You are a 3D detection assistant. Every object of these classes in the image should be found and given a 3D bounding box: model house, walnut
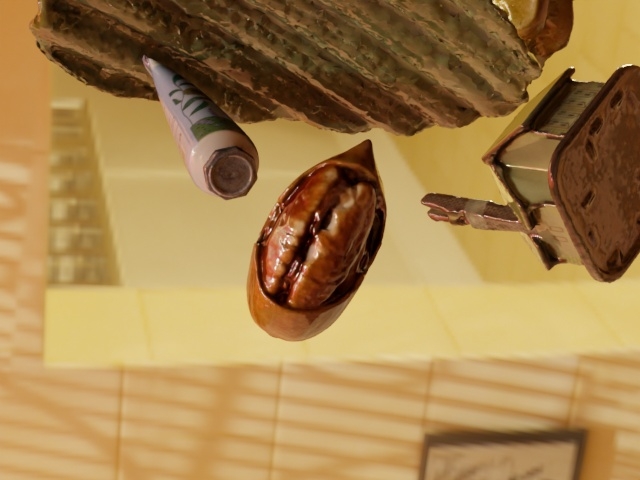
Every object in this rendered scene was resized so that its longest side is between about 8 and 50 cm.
[{"bbox_3d":[0.263,-0.093,1.885,0.279,0.205,0.218,10,-132,46],"label":"model house"},{"bbox_3d":[0.000,0.000,1.417,0.116,0.207,0.116,28,-171,-5],"label":"walnut"}]

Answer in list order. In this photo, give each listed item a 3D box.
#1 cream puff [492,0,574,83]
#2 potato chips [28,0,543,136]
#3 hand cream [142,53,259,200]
[{"bbox_3d":[0.220,-0.304,1.799,0.195,0.194,0.221,4,-134,-5],"label":"cream puff"},{"bbox_3d":[-0.033,-0.181,1.304,0.429,0.070,0.358,25,151,-31],"label":"potato chips"},{"bbox_3d":[-0.100,-0.091,1.258,0.088,0.055,0.256,45,-178,-24],"label":"hand cream"}]
